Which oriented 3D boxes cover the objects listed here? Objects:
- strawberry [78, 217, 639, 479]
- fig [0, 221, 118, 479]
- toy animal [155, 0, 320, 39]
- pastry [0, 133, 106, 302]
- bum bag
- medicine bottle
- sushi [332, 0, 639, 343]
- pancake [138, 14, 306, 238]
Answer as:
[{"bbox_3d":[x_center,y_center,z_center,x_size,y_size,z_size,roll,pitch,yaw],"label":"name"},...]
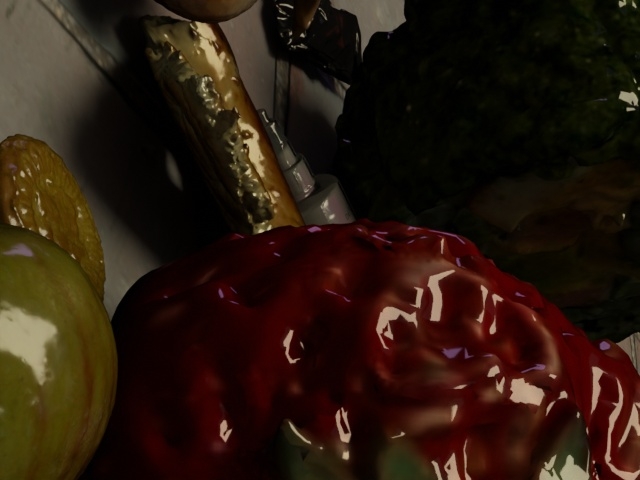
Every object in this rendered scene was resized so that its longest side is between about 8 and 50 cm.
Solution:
[{"bbox_3d":[0.012,0.127,0.908,0.345,0.295,0.317,-104,170,-74],"label":"strawberry"},{"bbox_3d":[-0.150,0.078,0.745,0.142,0.148,0.186,-51,152,-62],"label":"fig"},{"bbox_3d":[-0.080,-0.190,1.114,0.179,0.089,0.188,12,37,-18],"label":"toy animal"},{"bbox_3d":[-0.144,-0.001,0.898,0.097,0.057,0.109,-49,122,-66],"label":"pastry"},{"bbox_3d":[0.000,-0.149,1.363,0.124,0.034,0.058,26,62,-61],"label":"bum bag"},{"bbox_3d":[0.000,0.000,1.236,0.199,0.057,0.058,65,24,-25],"label":"medicine bottle"},{"bbox_3d":[0.161,-0.051,1.341,0.352,0.294,0.178,44,34,-54],"label":"sushi"},{"bbox_3d":[-0.035,-0.031,1.078,0.266,0.057,0.244,62,-7,12],"label":"pancake"}]
